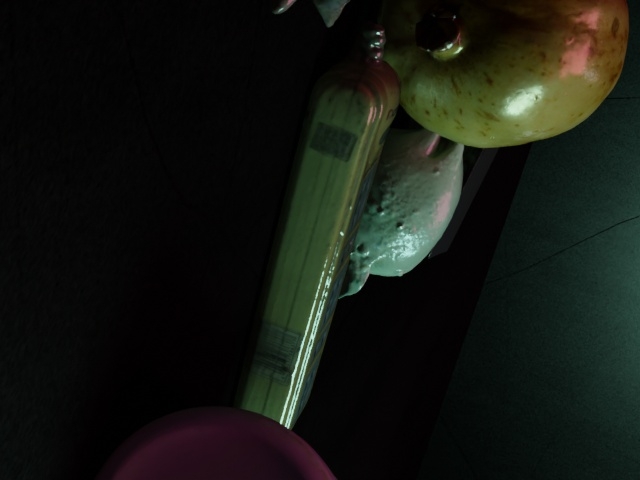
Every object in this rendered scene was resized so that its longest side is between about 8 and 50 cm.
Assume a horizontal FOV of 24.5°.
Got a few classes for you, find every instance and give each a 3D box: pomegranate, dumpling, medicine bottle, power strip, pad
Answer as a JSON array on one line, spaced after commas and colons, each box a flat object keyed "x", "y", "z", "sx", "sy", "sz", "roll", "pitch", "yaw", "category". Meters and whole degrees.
[{"x": 0.146, "y": -0.184, "z": 1.248, "sx": 0.215, "sy": 0.215, "sz": 0.215, "roll": 21, "pitch": 90, "yaw": -79, "category": "pomegranate"}, {"x": 0.061, "y": -0.045, "z": 1.382, "sx": 0.219, "sy": 0.108, "sz": 0.152, "roll": -55, "pitch": -154, "yaw": -1, "category": "dumpling"}, {"x": -0.057, "y": 0.229, "z": 1.065, "sx": 0.290, "sy": 0.178, "sz": 0.178, "roll": 72, "pitch": 40, "yaw": -72, "category": "medicine bottle"}, {"x": 0.000, "y": 0.000, "z": 1.220, "sx": 0.092, "sy": 0.066, "sz": 0.387, "roll": -53, "pitch": 160, "yaw": -62, "category": "power strip"}, {"x": 0.153, "y": -0.057, "z": 1.503, "sx": 0.159, "sy": 0.009, "sz": 0.265, "roll": -63, "pitch": 173, "yaw": 5, "category": "pad"}]

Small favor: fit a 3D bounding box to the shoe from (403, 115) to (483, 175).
[{"x": 0.135, "y": -0.103, "z": 1.591, "sx": 0.103, "sy": 0.098, "sz": 0.275, "roll": 41, "pitch": 70, "yaw": -75, "category": "shoe"}]

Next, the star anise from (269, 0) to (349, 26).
[{"x": 0.019, "y": -0.221, "z": 0.899, "sx": 0.212, "sy": 0.073, "sz": 0.197, "roll": -50, "pitch": 154, "yaw": -51, "category": "star anise"}]
